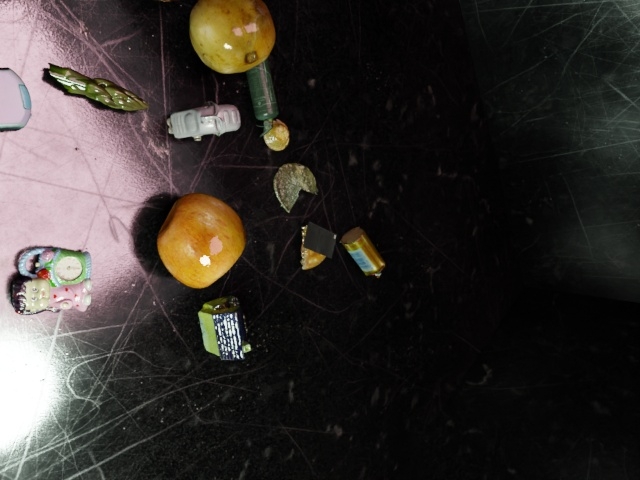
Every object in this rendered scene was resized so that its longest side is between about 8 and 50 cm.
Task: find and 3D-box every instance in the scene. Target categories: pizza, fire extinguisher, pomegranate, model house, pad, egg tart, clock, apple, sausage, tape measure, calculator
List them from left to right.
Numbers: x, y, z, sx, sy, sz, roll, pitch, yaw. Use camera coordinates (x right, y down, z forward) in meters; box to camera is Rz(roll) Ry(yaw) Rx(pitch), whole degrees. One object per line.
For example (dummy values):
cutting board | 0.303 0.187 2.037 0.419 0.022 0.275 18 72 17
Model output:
calculator | -0.915 -0.365 1.153 0.293 0.051 0.173 -17 106 -39
clock | -0.777 0.116 1.293 0.195 0.100 0.194 1 89 -44
apple | -0.402 -0.006 1.495 0.275 0.299 0.299 43 65 -19
tape measure | -0.373 -0.407 1.520 0.197 0.236 0.120 -22 110 -45
model house | -0.321 0.317 1.642 0.170 0.211 0.194 -13 102 -38
pomegranate | -0.292 -0.705 1.511 0.307 0.307 0.308 -5 97 -41
fire extinguisher | -0.227 -0.564 1.718 0.095 0.114 0.311 -42 121 -67
egg tart | -0.170 -0.426 1.812 0.128 0.049 0.129 -6 99 -40
pizza | -0.037 0.015 1.968 0.201 0.053 0.193 -31 114 -41
pad | 0.000 0.000 1.962 0.193 0.004 0.116 23 74 -45
sausage | 0.224 0.072 2.166 0.125 0.117 0.317 -46 125 -11

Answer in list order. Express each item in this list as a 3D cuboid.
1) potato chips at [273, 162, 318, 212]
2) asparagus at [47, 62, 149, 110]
potato chips | -0.103 -0.233 1.904 0.219 0.029 0.202 -25 107 -36
asparagus | -0.666 -0.452 1.353 0.287 0.080 0.080 11 87 -34
